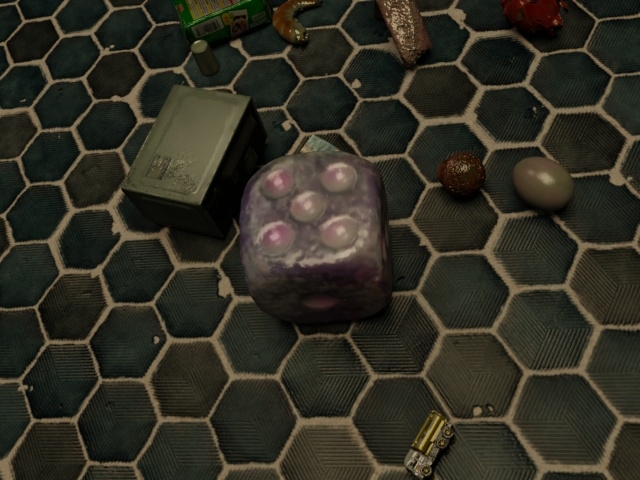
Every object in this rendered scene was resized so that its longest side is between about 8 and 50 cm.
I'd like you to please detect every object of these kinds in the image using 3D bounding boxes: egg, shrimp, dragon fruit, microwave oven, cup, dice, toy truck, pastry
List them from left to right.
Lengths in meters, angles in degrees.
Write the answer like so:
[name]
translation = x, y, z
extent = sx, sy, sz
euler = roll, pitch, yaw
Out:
[microwave oven]
translation = -0.279, -0.179, 1.570
extent = 0.238, 0.181, 0.295
euler = 13, 66, 17
[cup]
translation = -0.303, -0.493, 1.801
extent = 0.055, 0.083, 0.074
euler = 13, 64, 21
[shrimp]
translation = -0.044, -0.596, 1.824
extent = 0.166, 0.049, 0.161
euler = -33, 58, -14
[dice]
translation = 0.000, 0.000, 1.355
extent = 0.270, 0.270, 0.271
euler = -5, 61, 10
[pastry]
translation = 0.191, -0.561, 1.671
extent = 0.112, 0.103, 0.265
euler = -32, 85, 15
[toy truck]
translation = 0.199, 0.375, 1.234
extent = 0.063, 0.052, 0.123
euler = 26, 70, 29
[dragon fruit]
translation = 0.510, -0.562, 1.621
extent = 0.136, 0.133, 0.166
euler = -39, 71, 1
[egg]
translation = 0.461, -0.118, 1.408
extent = 0.103, 0.103, 0.135
euler = -42, 60, -11

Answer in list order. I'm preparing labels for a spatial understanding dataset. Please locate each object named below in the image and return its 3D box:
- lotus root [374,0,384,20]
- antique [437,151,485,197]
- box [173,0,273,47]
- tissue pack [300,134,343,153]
[lotus root]
translation = 0.215, -0.718, 1.761
extent = 0.075, 0.170, 0.260
euler = 25, 66, 20
[antique]
translation = 0.307, -0.141, 1.458
extent = 0.104, 0.104, 0.104
euler = -6, 61, 10
[box]
translation = -0.269, -0.640, 1.863
extent = 0.250, 0.103, 0.180
euler = -23, 60, -1
[tissue pack]
translation = 0.008, -0.188, 1.569
extent = 0.094, 0.074, 0.058
euler = 31, 70, 23
